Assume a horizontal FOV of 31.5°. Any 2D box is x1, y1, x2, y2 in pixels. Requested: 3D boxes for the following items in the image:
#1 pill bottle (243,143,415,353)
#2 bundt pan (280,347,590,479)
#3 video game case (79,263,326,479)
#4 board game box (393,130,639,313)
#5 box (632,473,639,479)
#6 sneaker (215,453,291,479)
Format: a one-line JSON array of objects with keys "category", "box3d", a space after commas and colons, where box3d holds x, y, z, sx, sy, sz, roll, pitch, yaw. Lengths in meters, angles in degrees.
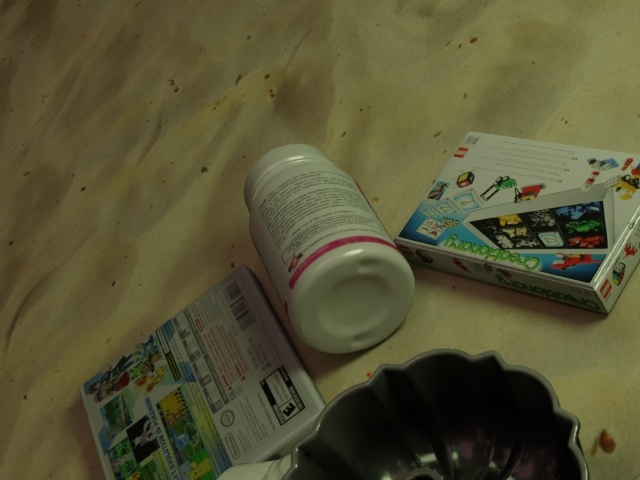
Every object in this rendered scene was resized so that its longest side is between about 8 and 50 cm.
[{"category": "pill bottle", "box3d": [0.000, 0.000, 1.459, 0.160, 0.160, 0.283, -35, 39, 5]}, {"category": "bundt pan", "box3d": [0.121, 0.274, 1.118, 0.331, 0.124, 0.330, -19, 44, 20]}, {"category": "video game case", "box3d": [-0.162, 0.214, 1.482, 0.300, 0.036, 0.329, -37, 39, 3]}, {"category": "board game box", "box3d": [0.255, -0.032, 1.370, 0.305, 0.053, 0.193, 15, 63, 46]}, {"category": "box", "box3d": [0.414, 0.204, 0.792, 0.293, 0.295, 0.073, -46, -4, 20]}, {"category": "sneaker", "box3d": [-0.075, 0.359, 1.225, 0.169, 0.108, 0.292, -14, 35, 31]}]
